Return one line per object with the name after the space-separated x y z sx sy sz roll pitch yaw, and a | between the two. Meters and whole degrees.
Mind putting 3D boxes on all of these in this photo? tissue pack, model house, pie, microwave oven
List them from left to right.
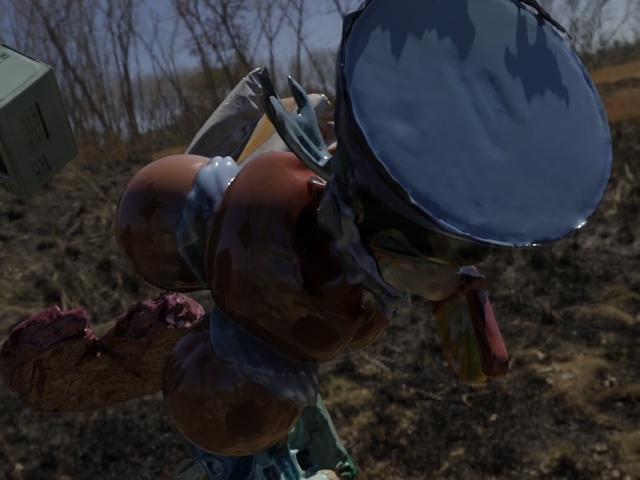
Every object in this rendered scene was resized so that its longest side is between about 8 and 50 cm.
-0.522 -0.200 1.278 0.122 0.208 0.162 26 56 15 | microwave oven
-0.227 0.124 0.811 0.219 0.054 0.204 -13 -31 -21 | pie
-0.116 0.342 1.191 0.194 0.267 0.325 -33 -16 18 | model house
-0.123 -0.128 1.302 0.238 0.238 0.305 -6 43 48 | tissue pack

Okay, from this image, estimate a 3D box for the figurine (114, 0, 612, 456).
0.001 0.001 0.583 0.248 0.276 0.388 -10 -15 -26 | figurine
